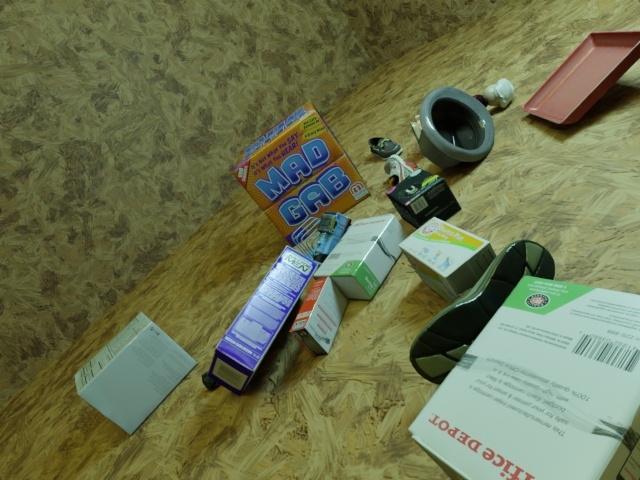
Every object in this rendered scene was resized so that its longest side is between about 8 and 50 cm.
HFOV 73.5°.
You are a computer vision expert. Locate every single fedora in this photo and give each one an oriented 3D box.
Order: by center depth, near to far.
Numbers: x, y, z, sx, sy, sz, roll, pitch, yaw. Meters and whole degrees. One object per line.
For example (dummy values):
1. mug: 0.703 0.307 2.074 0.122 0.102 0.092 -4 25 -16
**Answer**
1. fedora: 0.389 -0.320 1.296 0.124 0.243 0.276 124 168 -55

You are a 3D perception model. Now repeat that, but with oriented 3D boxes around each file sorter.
1. file sorter: 0.000 0.000 1.350 0.118 0.104 0.170 -44 23 -14

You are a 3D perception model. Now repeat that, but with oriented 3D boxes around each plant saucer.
1. plant saucer: 0.681 -0.418 1.118 0.259 0.047 0.258 -51 13 21

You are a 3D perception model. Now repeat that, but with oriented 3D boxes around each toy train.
1. toy train: 0.033 0.009 1.223 0.080 0.105 0.184 10 77 52

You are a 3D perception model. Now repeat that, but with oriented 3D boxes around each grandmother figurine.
1. grandmother figurine: 0.478 -0.438 1.444 0.342 0.104 0.208 -24 7 14

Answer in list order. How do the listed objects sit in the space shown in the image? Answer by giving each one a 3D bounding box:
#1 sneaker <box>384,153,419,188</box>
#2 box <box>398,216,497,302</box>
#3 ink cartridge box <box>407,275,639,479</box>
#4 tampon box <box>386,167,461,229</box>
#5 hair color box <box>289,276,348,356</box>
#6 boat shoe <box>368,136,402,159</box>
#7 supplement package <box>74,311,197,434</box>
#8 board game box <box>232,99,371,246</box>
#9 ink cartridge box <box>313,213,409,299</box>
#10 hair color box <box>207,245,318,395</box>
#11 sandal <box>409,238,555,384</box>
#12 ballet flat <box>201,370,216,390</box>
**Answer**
1. sneaker: 0.255 -0.220 1.417 0.092 0.088 0.225 -38 22 2
2. box: 0.260 0.046 0.857 0.103 0.114 0.203 -38 21 -1
3. ink cartridge box: 0.282 0.196 0.519 0.289 0.122 0.211 -45 23 -16
4. tampon box: 0.272 -0.110 1.154 0.120 0.101 0.161 -36 22 2
5. hair color box: 0.000 0.178 1.019 0.053 0.093 0.167 -22 26 35
6. boat shoe: 0.257 -0.382 1.751 0.081 0.069 0.228 -40 22 -5
7. supplement package: -0.563 0.392 1.307 0.263 0.199 0.198 -47 24 -22
8. board game box: -0.073 -0.269 1.651 0.356 0.356 0.356 -34 23 10
9. ink cartridge box: 0.109 0.043 1.116 0.160 0.093 0.219 -7 37 52
10. hair color box: -0.142 0.195 1.086 0.339 0.110 0.185 -56 -3 -40
11. sandal: 0.275 0.124 0.721 0.302 0.120 0.086 -41 -5 -12
12. ballet flat: -0.239 0.340 1.150 0.173 0.049 0.057 -31 -5 4
